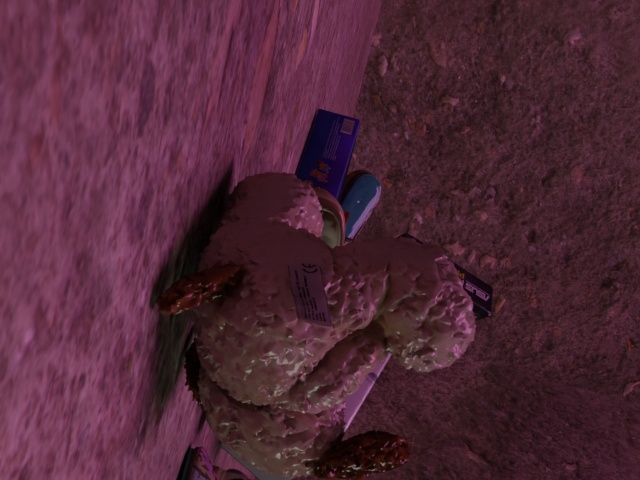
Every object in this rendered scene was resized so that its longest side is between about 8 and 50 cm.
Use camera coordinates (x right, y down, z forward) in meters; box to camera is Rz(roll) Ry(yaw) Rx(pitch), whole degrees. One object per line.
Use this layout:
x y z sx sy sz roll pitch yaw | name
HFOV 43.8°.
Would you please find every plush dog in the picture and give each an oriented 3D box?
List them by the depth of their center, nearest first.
-0.033 0.096 0.650 0.211 0.263 0.225 -26 131 -41 | plush dog

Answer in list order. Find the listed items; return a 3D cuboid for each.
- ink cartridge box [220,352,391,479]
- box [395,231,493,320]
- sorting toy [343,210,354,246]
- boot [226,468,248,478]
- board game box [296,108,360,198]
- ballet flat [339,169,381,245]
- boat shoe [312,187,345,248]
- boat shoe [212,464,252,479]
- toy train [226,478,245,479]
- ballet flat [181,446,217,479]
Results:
-0.011 0.251 1.349 0.289 0.121 0.211 -52 -174 -39 | ink cartridge box
0.139 0.105 1.440 0.270 0.216 0.060 -30 -142 45 | box
0.021 0.045 1.354 0.132 0.046 0.274 102 5 -61 | sorting toy
-0.190 0.529 1.394 0.208 0.076 0.189 -43 147 -73 | boot
-0.023 -0.022 1.405 0.233 0.078 0.347 102 4 -62 | board game box
0.000 0.000 1.619 0.124 0.116 0.342 5 -119 60 | ballet flat
-0.041 0.028 1.047 0.302 0.109 0.098 110 -8 -46 | boat shoe
-0.167 0.482 1.182 0.104 0.089 0.285 -60 166 -84 | boat shoe
-0.071 0.450 0.986 0.334 0.142 0.190 39 -31 59 | toy train
-0.148 0.359 0.934 0.077 0.079 0.221 86 19 -74 | ballet flat
